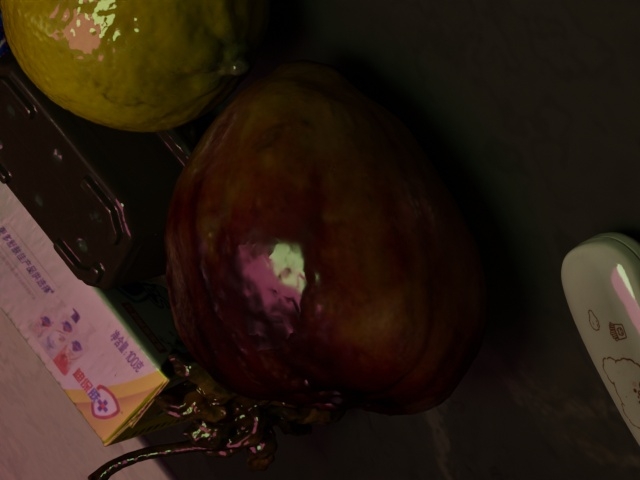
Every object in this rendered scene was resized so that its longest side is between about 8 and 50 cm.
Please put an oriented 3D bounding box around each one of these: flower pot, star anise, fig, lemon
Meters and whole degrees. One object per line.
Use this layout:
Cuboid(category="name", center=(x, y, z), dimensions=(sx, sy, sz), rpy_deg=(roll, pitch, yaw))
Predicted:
Cuboid(category="flower pot", center=(-0.203, -0.065, 1.447), dimensions=(0.251, 0.084, 0.179), rpy_deg=(51, 142, 14))
Cuboid(category="star anise", center=(-0.071, 0.152, 1.464), dimensions=(0.234, 0.177, 0.073), rpy_deg=(-52, 35, 36))
Cuboid(category="fig", center=(-0.002, 0.012, 1.223), dimensions=(0.263, 0.224, 0.224), rpy_deg=(60, 150, -4))
Cuboid(category="lemon", center=(-0.137, -0.177, 1.272), dimensions=(0.231, 0.192, 0.192), rpy_deg=(39, 144, 30))

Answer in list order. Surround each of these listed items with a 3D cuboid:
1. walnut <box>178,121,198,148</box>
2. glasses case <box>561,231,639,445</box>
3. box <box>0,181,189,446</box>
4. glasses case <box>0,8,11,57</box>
Cuboid(category="walnut", center=(-0.170, -0.087, 1.522), dimensions=(0.170, 0.069, 0.143), rpy_deg=(26, 135, 46))
Cuboid(category="glasses case", center=(0.218, 0.084, 1.107), dimensions=(0.074, 0.049, 0.193), rpy_deg=(-23, 95, 60))
Cuboid(category="box", center=(-0.199, 0.048, 1.565), dimensions=(0.097, 0.168, 0.265), rpy_deg=(-46, 73, 22))
Cuboid(category="glasses case", center=(-0.299, -0.184, 1.622), dimensions=(0.125, 0.076, 0.327), rpy_deg=(37, 144, 31))
